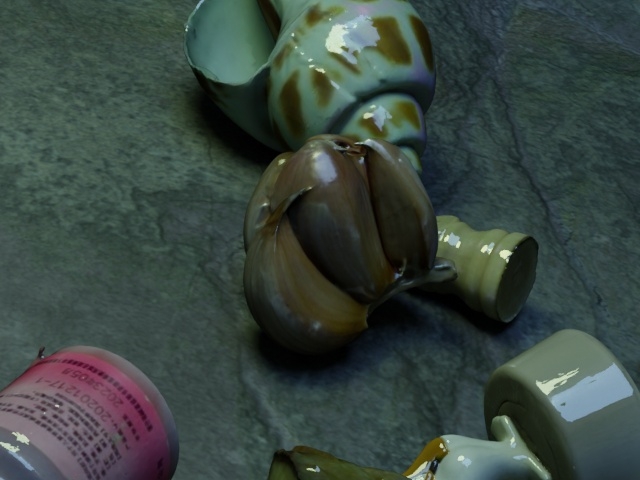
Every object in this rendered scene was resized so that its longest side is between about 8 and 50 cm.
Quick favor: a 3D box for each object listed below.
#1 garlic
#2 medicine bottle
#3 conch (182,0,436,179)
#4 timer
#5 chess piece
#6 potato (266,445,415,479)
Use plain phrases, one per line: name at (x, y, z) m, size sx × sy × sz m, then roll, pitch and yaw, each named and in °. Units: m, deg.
garlic at (0.000, 0.000, 1.601) m, size 0.214 × 0.191 × 0.160 m, roll -36°, pitch 17°, yaw -21°
medicine bottle at (-0.217, 0.185, 1.237) m, size 0.147 × 0.147 × 0.247 m, roll 26°, pitch 35°, yaw 16°
conch at (0.002, -0.169, 1.815) m, size 0.249 × 0.197 × 0.368 m, roll -22°, pitch 32°, yaw -3°
timer at (0.122, 0.195, 1.386) m, size 0.266 × 0.175 × 0.175 m, roll -19°, pitch 43°, yaw -18°
chess piece at (0.111, 0.010, 1.707) m, size 0.200 × 0.090 × 0.090 m, roll 19°, pitch 31°, yaw 27°
potato at (0.099, 0.265, 1.221) m, size 0.255 × 0.112 × 0.269 m, roll 7°, pitch 53°, yaw -19°
